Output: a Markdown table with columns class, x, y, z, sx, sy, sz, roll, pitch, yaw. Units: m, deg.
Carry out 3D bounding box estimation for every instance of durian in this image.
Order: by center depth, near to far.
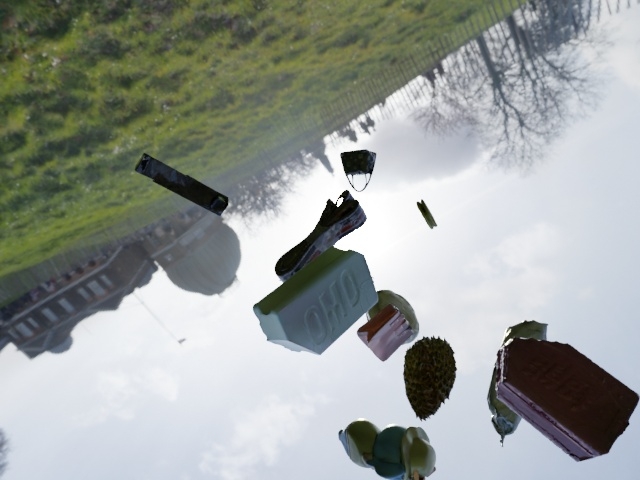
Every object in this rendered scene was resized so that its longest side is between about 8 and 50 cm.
| class | x | y | z | sx | sy | sz | roll | pitch | yaw |
| --- | --- | --- | --- | --- | --- | --- | --- | --- | --- |
| durian | 0.292 | 0.353 | 1.307 | 0.144 | 0.139 | 0.252 | -7 | -125 | 6 |

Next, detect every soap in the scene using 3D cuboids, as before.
| class | x | y | z | sx | sy | sz | roll | pitch | yaw |
| --- | --- | --- | --- | --- | --- | --- | --- | --- | --- |
| soap | 0.464 | 0.297 | 0.968 | 0.250 | 0.099 | 0.162 | 37 | -112 | 21 |
| soap | -0.001 | 0.147 | 1.137 | 0.095 | 0.173 | 0.289 | 4 | -148 | 47 |

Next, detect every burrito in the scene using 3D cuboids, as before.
| class | x | y | z | sx | sy | sz | roll | pitch | yaw |
| --- | --- | --- | --- | --- | --- | --- | --- | --- | --- |
| burrito | 0.647 | 0.464 | 1.637 | 0.139 | 0.101 | 0.445 | 15 | -113 | 29 |

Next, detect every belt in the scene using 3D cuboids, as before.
| class | x | y | z | sx | sy | sz | roll | pitch | yaw |
| --- | --- | --- | --- | --- | --- | --- | --- | --- | --- |
| belt | 0.000 | 0.000 | 1.537 | 0.359 | 0.094 | 0.126 | -49 | -133 | -9 |

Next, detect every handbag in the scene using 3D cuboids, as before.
| class | x | y | z | sx | sy | sz | roll | pitch | yaw |
| --- | --- | --- | --- | --- | --- | --- | --- | --- | --- |
| handbag | 0.215 | 0.298 | 1.576 | 0.157 | 0.212 | 0.059 | -43 | -127 | -3 |
| handbag | 0.128 | -0.231 | 1.631 | 0.115 | 0.139 | 0.072 | 1 | -175 | 33 |

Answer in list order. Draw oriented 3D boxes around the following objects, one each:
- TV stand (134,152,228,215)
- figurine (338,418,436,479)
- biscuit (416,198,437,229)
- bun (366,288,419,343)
| class | x | y | z | sx | sy | sz | roll | pitch | yaw |
| --- | --- | --- | --- | --- | --- | --- | --- | --- | --- |
| TV stand | -0.371 | -0.149 | 1.320 | 0.049 | 0.256 | 0.040 | -48 | -149 | 22 |
| figurine | 0.177 | 0.534 | 1.259 | 0.262 | 0.180 | 0.154 | 5 | -104 | 54 |
| biscuit | 0.277 | -0.068 | 1.265 | 0.023 | 0.084 | 0.084 | -30 | -157 | 16 |
| bun | 0.260 | 0.298 | 1.845 | 0.141 | 0.239 | 0.239 | -44 | -165 | 30 |
